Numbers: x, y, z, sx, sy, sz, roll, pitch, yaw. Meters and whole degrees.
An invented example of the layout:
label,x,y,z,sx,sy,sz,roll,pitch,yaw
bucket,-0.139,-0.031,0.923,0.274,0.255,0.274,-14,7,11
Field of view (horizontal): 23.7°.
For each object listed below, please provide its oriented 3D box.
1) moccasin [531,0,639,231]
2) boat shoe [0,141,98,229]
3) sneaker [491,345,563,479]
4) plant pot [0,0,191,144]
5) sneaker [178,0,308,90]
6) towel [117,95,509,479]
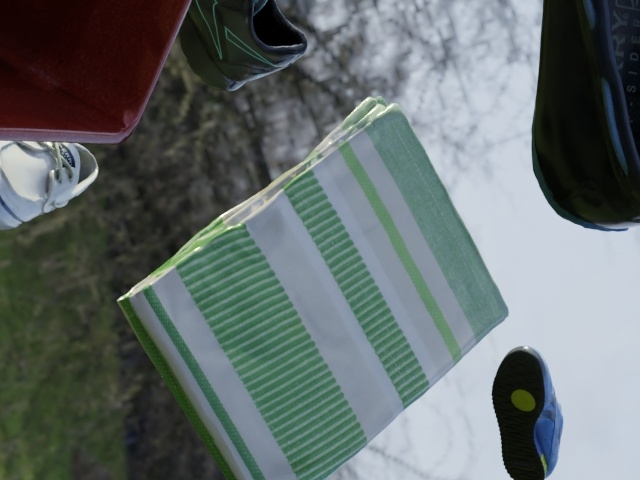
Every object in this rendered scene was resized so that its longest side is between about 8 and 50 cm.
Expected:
label,x,y,z,sx,sy,sz,roll,pitch,yaw
moccasin,0.194,-0.176,0.838,0.117,0.138,0.342,-178,-93,-75
boat shoe,-0.238,-0.063,1.258,0.226,0.076,0.083,-81,148,-83
sneaker,0.256,0.199,1.842,0.069,0.082,0.209,13,-50,29
plant pot,-0.181,-0.212,0.666,0.236,0.267,0.267,26,9,13
sneaker,-0.106,-0.252,1.386,0.267,0.106,0.101,53,46,-39
towel,0.004,0.054,1.307,0.038,0.325,0.248,-5,-62,55
